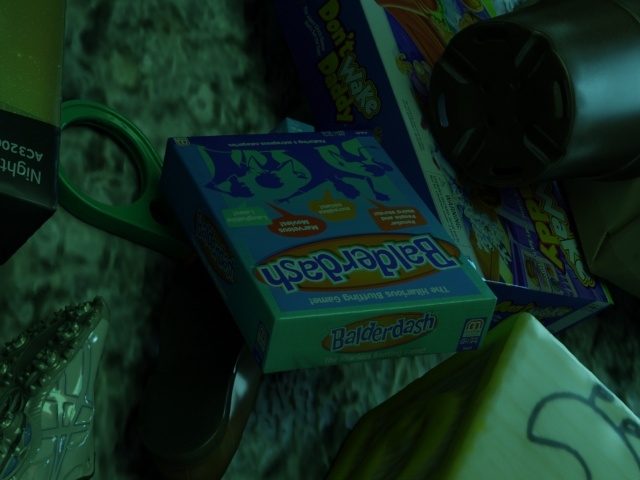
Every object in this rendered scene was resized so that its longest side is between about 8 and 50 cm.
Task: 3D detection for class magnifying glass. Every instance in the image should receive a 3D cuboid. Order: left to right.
[{"bbox_3d":[-0.109,-0.010,1.159,0.231,0.026,0.092,41,42,-10],"label":"magnifying glass"}]

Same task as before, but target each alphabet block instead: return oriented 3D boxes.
[{"bbox_3d":[0.117,0.203,1.082,0.197,0.193,0.192,43,40,-10],"label":"alphabet block"}]

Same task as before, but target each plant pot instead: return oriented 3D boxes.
[{"bbox_3d":[0.177,-0.114,1.245,0.165,0.167,0.167,-16,73,-50],"label":"plant pot"}]

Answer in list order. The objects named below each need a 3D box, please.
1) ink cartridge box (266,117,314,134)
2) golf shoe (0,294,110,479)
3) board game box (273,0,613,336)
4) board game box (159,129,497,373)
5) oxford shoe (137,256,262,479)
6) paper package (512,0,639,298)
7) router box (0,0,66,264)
[{"bbox_3d":[-0.025,-0.045,1.237,0.028,0.048,0.083,17,51,-34],"label":"ink cartridge box"},{"bbox_3d":[-0.167,0.112,1.001,0.086,0.069,0.176,56,40,-27],"label":"golf shoe"},{"bbox_3d":[0.092,-0.096,1.325,0.233,0.078,0.347,10,55,-52],"label":"board game box"},{"bbox_3d":[0.000,0.000,1.100,0.160,0.047,0.210,-4,38,-26],"label":"board game box"},{"bbox_3d":[-0.070,0.080,1.097,0.076,0.076,0.212,78,24,-45],"label":"oxford shoe"},{"bbox_3d":[0.352,-0.080,1.460,0.325,0.168,0.309,27,43,-47],"label":"paper package"},{"bbox_3d":[-0.313,-0.144,1.021,0.309,0.081,0.243,19,51,-32],"label":"router box"}]
